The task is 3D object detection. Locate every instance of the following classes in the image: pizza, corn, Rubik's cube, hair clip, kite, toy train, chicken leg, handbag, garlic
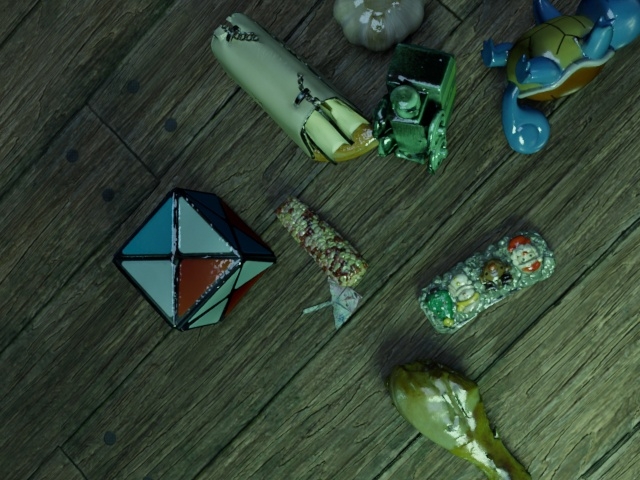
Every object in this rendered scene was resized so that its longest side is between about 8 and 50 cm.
[{"bbox_3d":[0.041,-0.268,1.963,0.182,0.062,0.161,-26,87,17],"label":"pizza"},{"bbox_3d":[0.000,0.000,1.935,0.092,0.092,0.280,-47,75,7],"label":"corn"},{"bbox_3d":[-0.293,0.046,1.928,0.246,0.248,0.250,45,99,14],"label":"Rubik's cube"},{"bbox_3d":[0.373,0.088,1.833,0.321,0.091,0.138,-33,76,9],"label":"hair clip"},{"bbox_3d":[0.028,0.148,1.961,0.153,0.005,0.137,-9,82,14],"label":"kite"},{"bbox_3d":[0.220,-0.292,1.800,0.167,0.299,0.238,17,77,13],"label":"toy train"},{"bbox_3d":[0.323,0.434,1.810,0.201,0.153,0.429,-44,84,21],"label":"chicken leg"},{"bbox_3d":[-0.076,-0.352,1.866,0.160,0.237,0.358,-47,62,5],"label":"handbag"},{"bbox_3d":[0.137,-0.552,1.905,0.228,0.152,0.227,-2,78,11],"label":"garlic"}]

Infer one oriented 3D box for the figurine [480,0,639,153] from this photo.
[{"bbox_3d":[0.516,-0.400,1.768,0.243,0.298,0.416,35,99,-20],"label":"figurine"}]
